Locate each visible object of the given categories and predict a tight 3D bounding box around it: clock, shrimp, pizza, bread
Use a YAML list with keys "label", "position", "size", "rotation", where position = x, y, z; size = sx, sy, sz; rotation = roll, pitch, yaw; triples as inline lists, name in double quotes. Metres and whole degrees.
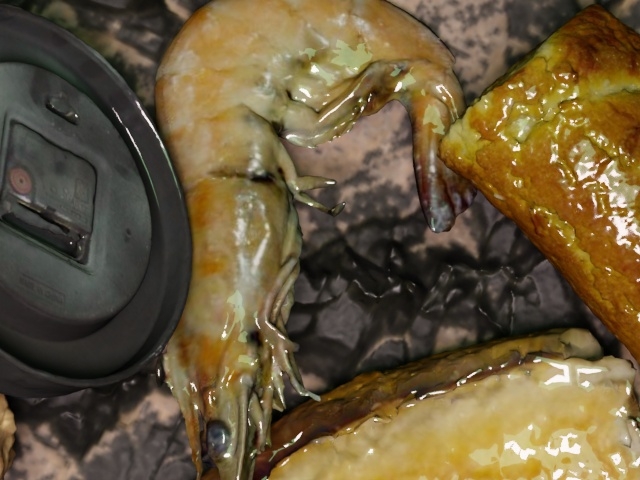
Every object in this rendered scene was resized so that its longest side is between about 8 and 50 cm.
- label: "clock"
  position: [-0.135, -0.017, 0.781]
  size: [0.040, 0.184, 0.184]
  rotation: [-23, 87, 34]
- label: "shrimp"
  position: [0.000, 0.000, 0.869]
  size: [0.169, 0.058, 0.296]
  rotation: [-1, 72, -2]
- label: "pizza"
  position: [0.042, 0.221, 0.868]
  size: [0.435, 0.080, 0.391]
  rotation: [16, 87, -1]
- label: "bread"
  position: [0.155, -0.025, 0.854]
  size: [0.172, 0.103, 0.132]
  rotation: [49, 47, 3]

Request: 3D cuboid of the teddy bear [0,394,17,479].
- label: "teddy bear"
  position: [-0.265, 0.080, 0.798]
  size: [0.246, 0.222, 0.296]
  rotation: [-10, 104, 35]
